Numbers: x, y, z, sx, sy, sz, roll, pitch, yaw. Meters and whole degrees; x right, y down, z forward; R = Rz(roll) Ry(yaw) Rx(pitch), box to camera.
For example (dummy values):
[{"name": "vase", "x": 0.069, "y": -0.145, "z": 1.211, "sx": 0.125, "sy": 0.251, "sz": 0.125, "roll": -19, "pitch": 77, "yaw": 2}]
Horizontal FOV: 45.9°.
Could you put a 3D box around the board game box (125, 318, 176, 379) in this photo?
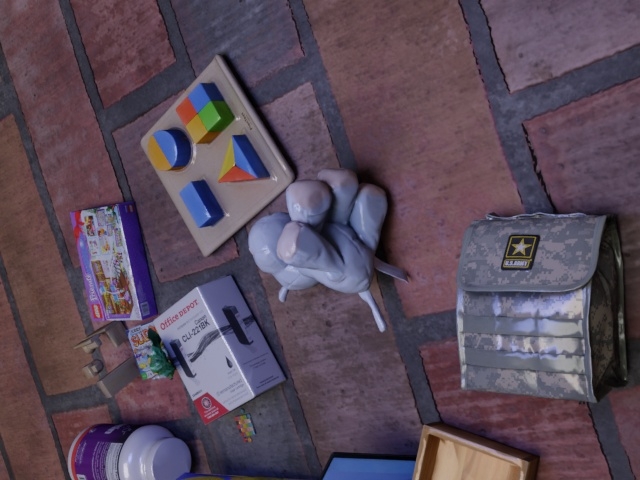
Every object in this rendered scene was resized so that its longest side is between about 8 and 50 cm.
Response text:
[{"name": "board game box", "x": -0.392, "y": 0.260, "z": 1.874, "sx": 0.201, "sy": 0.035, "sz": 0.136, "roll": -23, "pitch": 87, "yaw": 38}]

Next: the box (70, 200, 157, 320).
[{"name": "box", "x": -0.524, "y": 0.056, "z": 1.911, "sx": 0.201, "sy": 0.057, "sz": 0.293, "roll": -5, "pitch": 98, "yaw": 37}]

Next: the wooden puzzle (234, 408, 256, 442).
[{"name": "wooden puzzle", "x": -0.176, "y": 0.434, "z": 1.771, "sx": 0.049, "sy": 0.006, "sz": 0.083, "roll": -21, "pitch": 88, "yaw": 38}]

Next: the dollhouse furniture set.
[{"name": "dollhouse furniture set", "x": -0.561, "y": 0.314, "z": 1.964, "sx": 0.123, "sy": 0.144, "sz": 0.151, "roll": -24, "pitch": 100, "yaw": 43}]

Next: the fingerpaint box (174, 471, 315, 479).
[{"name": "fingerpaint box", "x": -0.126, "y": 0.718, "z": 1.643, "sx": 0.445, "sy": 0.163, "sz": 0.371, "roll": -4, "pitch": 98, "yaw": 24}]

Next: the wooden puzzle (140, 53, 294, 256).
[{"name": "wooden puzzle", "x": -0.248, "y": -0.173, "z": 1.634, "sx": 0.348, "sy": 0.080, "sz": 0.322, "roll": -39, "pitch": 77, "yaw": 36}]

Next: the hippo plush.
[{"name": "hippo plush", "x": 0.000, "y": 0.000, "z": 1.447, "sx": 0.294, "sy": 0.234, "sz": 0.236, "roll": 39, "pitch": 155, "yaw": -25}]

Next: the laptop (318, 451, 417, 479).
[{"name": "laptop", "x": 0.099, "y": 0.545, "z": 1.424, "sx": 0.136, "sy": 0.234, "sz": 0.264, "roll": 141, "pitch": 134, "yaw": -57}]

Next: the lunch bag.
[{"name": "lunch bag", "x": 0.345, "y": 0.095, "z": 1.199, "sx": 0.235, "sy": 0.169, "sz": 0.287, "roll": -2, "pitch": 92, "yaw": 41}]

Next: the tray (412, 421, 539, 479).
[{"name": "tray", "x": 0.250, "y": 0.561, "z": 1.372, "sx": 0.203, "sy": 0.076, "sz": 0.411, "roll": 12, "pitch": 92, "yaw": 34}]

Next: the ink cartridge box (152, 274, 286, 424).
[{"name": "ink cartridge box", "x": -0.231, "y": 0.244, "z": 1.698, "sx": 0.197, "sy": 0.114, "sz": 0.273, "roll": -36, "pitch": 78, "yaw": 38}]

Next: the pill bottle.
[{"name": "pill bottle", "x": -0.481, "y": 0.559, "z": 1.921, "sx": 0.323, "sy": 0.181, "sz": 0.181, "roll": -10, "pitch": 95, "yaw": 38}]

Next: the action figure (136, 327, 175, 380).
[{"name": "action figure", "x": -0.373, "y": 0.273, "z": 1.724, "sx": 0.137, "sy": 0.063, "sz": 0.232, "roll": 61, "pitch": 167, "yaw": -3}]
